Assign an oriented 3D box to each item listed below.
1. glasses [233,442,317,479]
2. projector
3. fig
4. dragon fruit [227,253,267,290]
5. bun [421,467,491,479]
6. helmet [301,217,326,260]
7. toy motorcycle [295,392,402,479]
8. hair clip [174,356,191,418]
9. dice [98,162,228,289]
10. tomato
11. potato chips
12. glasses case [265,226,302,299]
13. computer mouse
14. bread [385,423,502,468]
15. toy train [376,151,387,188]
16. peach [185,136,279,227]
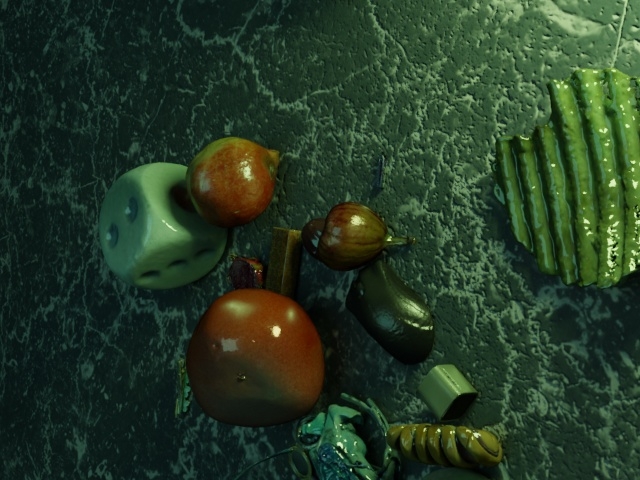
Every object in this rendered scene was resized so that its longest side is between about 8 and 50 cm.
[{"bbox_3d":[-0.110,0.605,1.966,0.088,0.220,0.190,95,154,-61],"label":"glasses"},{"bbox_3d":[0.257,0.310,1.694,0.082,0.083,0.083,49,119,37],"label":"projector"},{"bbox_3d":[0.086,-0.015,1.878,0.148,0.201,0.150,113,143,-66],"label":"fig"},{"bbox_3d":[-0.182,0.095,2.172,0.126,0.068,0.112,29,117,30],"label":"dragon fruit"},{"bbox_3d":[0.248,0.588,1.604,0.293,0.187,0.293,-6,81,42],"label":"bun"},{"bbox_3d":[0.000,0.000,1.994,0.098,0.070,0.123,-51,53,28],"label":"helmet"},{"bbox_3d":[0.066,0.464,1.839,0.206,0.154,0.260,-37,54,9],"label":"toy motorcycle"},{"bbox_3d":[-0.388,0.416,2.355,0.049,0.049,0.173,7,95,45],"label":"hair clip"},{"bbox_3d":[-0.433,-0.036,2.289,0.262,0.268,0.265,-45,57,32],"label":"dice"},{"bbox_3d":[-0.159,0.285,1.928,0.273,0.341,0.342,-87,22,-70],"label":"tomato"},{"bbox_3d":[0.486,-0.098,1.505,0.373,0.097,0.389,-44,56,34],"label":"potato chips"},{"bbox_3d":[-0.094,0.079,2.093,0.075,0.049,0.218,9,92,52],"label":"glasses case"},{"bbox_3d":[0.142,0.154,1.832,0.264,0.088,0.147,49,116,39],"label":"computer mouse"},{"bbox_3d":[0.248,0.408,1.655,0.225,0.134,0.081,-10,69,43],"label":"bread"},{"bbox_3d":[0.142,-0.161,1.907,0.017,0.017,0.083,7,91,43],"label":"toy train"},{"bbox_3d":[-0.214,-0.157,2.133,0.232,0.256,0.232,56,163,27],"label":"peach"}]
